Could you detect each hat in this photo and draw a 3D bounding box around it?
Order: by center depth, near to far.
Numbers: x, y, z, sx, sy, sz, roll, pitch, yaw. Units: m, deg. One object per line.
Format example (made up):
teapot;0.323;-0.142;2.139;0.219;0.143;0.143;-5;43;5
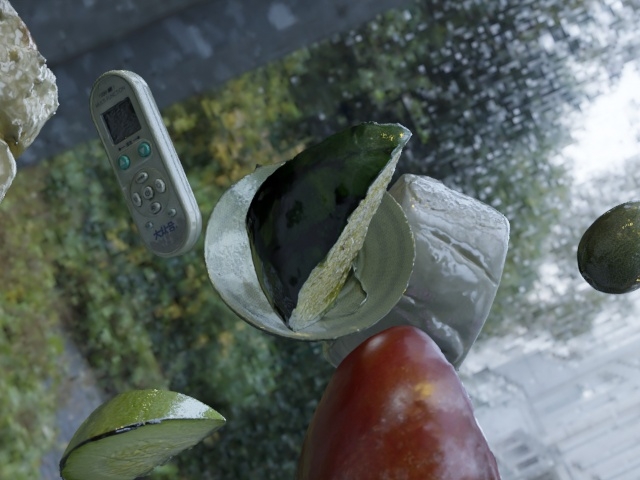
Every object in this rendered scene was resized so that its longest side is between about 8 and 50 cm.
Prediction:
hat;-0.016;0.031;1.475;0.110;0.252;0.252;95;-27;-59

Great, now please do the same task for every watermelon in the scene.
watermelon;0.000;0.000;1.200;0.301;0.129;0.123;109;-39;-55

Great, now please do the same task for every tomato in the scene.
tomato;0.048;0.191;0.910;0.200;0.139;0.233;154;-84;-73

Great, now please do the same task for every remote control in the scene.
remote control;-0.194;-0.086;1.371;0.042;0.078;0.221;-11;76;-57

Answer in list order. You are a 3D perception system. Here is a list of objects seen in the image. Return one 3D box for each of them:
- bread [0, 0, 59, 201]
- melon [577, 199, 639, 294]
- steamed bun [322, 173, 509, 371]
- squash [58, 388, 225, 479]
bread;-0.558;-0.176;1.496;0.371;0.279;0.390;41;-30;-25
melon;0.363;0.007;1.453;0.098;0.130;0.098;46;-13;14
steamed bun;0.139;0.103;1.955;0.236;0.247;0.383;-77;-168;-55
squash;-0.281;0.305;1.738;0.204;0.237;0.155;45;23;-28
